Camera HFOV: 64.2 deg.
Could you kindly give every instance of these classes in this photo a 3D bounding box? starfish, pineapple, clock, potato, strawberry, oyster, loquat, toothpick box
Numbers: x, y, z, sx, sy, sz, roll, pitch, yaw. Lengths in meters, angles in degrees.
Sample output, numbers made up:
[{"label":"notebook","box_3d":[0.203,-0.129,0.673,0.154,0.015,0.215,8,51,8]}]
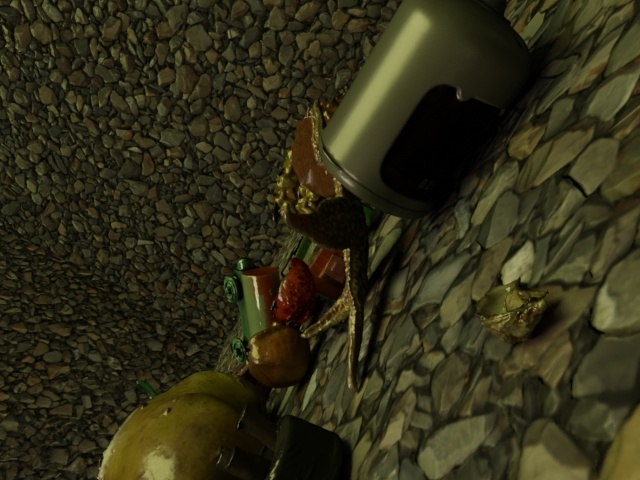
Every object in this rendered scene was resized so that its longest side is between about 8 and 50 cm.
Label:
[{"label":"starfish","box_3d":[0.012,0.002,0.827,0.384,0.132,0.399,-67,-25,-65]},{"label":"pineapple","box_3d":[0.102,-0.242,1.172,0.357,0.223,0.223,-36,-13,-46]},{"label":"clock","box_3d":[0.015,0.035,1.151,0.220,0.106,0.255,-65,9,-20]},{"label":"potato","box_3d":[-0.179,0.404,0.937,0.295,0.290,0.397,-17,-3,39]},{"label":"strawberry","box_3d":[-0.046,0.112,1.024,0.188,0.082,0.121,98,-169,-67]},{"label":"oyster","box_3d":[0.168,0.056,0.428,0.083,0.038,0.080,-34,-4,-45]},{"label":"loquat","box_3d":[-0.084,0.232,1.029,0.113,0.137,0.137,112,180,-53]},{"label":"toothpick box","box_3d":[0.150,-0.217,0.736,0.317,0.228,0.229,-57,9,28]}]

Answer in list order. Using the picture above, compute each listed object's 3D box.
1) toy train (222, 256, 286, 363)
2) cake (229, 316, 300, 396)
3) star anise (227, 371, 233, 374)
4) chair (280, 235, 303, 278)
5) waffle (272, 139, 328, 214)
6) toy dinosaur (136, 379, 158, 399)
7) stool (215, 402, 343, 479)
[{"label":"toy train","box_3d":[-0.137,0.182,1.182,0.177,0.116,0.286,7,105,54]},{"label":"cake","box_3d":[-0.137,0.315,1.334,0.295,0.112,0.116,-53,9,-24]},{"label":"star anise","box_3d":[-0.242,0.468,1.386,0.177,0.073,0.234,67,-142,-63]},{"label":"chair","box_3d":[-0.063,0.063,1.658,0.213,0.084,0.101,-60,4,14]},{"label":"waffle","box_3d":[0.004,-0.160,1.376,0.261,0.151,0.324,-70,-18,5]},{"label":"toy dinosaur","box_3d":[-0.465,0.624,1.179,0.374,0.500,0.144,-20,-16,-44]},{"label":"stool","box_3d":[-0.052,0.286,0.614,0.154,0.139,0.228,-67,7,-26]}]
